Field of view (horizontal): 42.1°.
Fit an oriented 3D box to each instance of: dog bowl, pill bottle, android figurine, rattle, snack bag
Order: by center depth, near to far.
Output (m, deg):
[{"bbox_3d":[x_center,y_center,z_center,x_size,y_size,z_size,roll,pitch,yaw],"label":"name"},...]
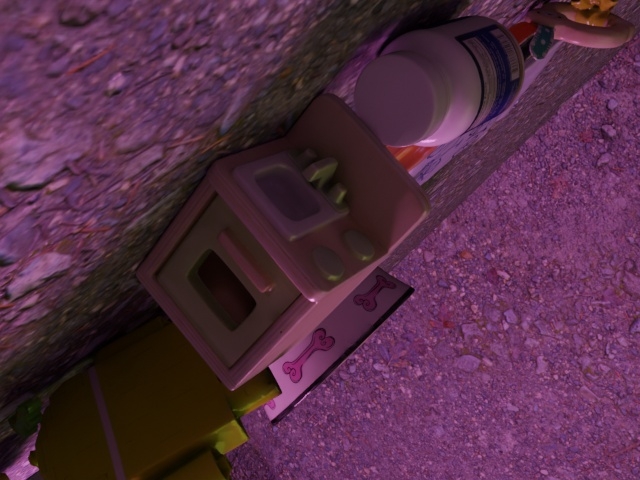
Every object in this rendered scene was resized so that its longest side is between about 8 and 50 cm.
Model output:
[{"bbox_3d":[0.115,-0.152,0.808,0.187,0.112,0.112,-30,166,-50],"label":"pill bottle"},{"bbox_3d":[-0.180,0.182,0.864,0.273,0.248,0.056,-31,133,-5],"label":"android figurine"},{"bbox_3d":[0.337,-0.322,1.101,0.200,0.130,0.142,-6,142,-27],"label":"rattle"},{"bbox_3d":[0.247,-0.199,1.406,0.342,0.037,0.323,-39,172,-15],"label":"snack bag"},{"bbox_3d":[0.002,0.192,1.741,0.408,0.150,0.408,-43,173,-6],"label":"dog bowl"}]

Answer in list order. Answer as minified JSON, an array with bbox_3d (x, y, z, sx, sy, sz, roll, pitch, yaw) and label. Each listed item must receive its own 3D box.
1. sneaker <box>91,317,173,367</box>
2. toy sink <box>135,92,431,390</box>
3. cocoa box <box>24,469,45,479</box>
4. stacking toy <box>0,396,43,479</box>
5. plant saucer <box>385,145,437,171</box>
[{"bbox_3d":[-0.171,0.155,1.022,0.319,0.112,0.131,-39,158,-7],"label":"sneaker"},{"bbox_3d":[-0.040,0.002,0.767,0.234,0.153,0.131,-46,170,34],"label":"toy sink"},{"bbox_3d":[-0.390,0.456,0.938,0.347,0.228,0.231,-34,172,-43],"label":"cocoa box"},{"bbox_3d":[-0.381,0.245,0.835,0.167,0.052,0.221,-35,167,-47],"label":"stacking toy"},{"bbox_3d":[0.092,-0.117,1.077,0.200,0.037,0.200,-35,169,-8],"label":"plant saucer"}]
